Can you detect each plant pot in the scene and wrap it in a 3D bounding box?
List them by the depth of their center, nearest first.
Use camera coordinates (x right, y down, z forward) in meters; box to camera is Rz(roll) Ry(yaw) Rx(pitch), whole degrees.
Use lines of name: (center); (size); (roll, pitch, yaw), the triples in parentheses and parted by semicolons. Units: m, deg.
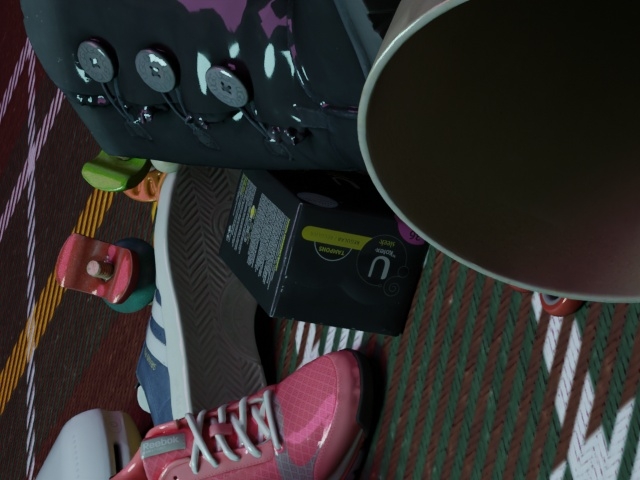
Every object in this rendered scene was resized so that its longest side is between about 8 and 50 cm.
plant pot: (0.168, -0.150, 0.874); (0.256, 0.256, 0.274); (-50, 22, 50)

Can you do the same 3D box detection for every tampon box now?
tampon box: (0.000, 0.000, 1.317); (0.161, 0.120, 0.101); (-136, 59, -63)

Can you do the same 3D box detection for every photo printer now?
photo printer: (-0.285, 0.368, 1.848); (0.307, 0.107, 0.256); (123, 148, -43)

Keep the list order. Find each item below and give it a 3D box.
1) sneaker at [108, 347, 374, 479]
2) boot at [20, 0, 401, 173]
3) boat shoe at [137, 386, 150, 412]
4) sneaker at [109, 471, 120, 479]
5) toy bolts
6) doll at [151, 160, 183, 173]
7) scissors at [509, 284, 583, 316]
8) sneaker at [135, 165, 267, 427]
sneaker: (-0.082, 0.194, 1.351); (0.314, 0.136, 0.116); (-41, 41, 29)
boot: (-0.072, -0.211, 1.195); (0.445, 0.146, 0.367); (16, 129, 46)
boat shoe: (-0.151, 0.114, 1.705); (0.063, 0.066, 0.184); (-88, 17, -55)
sneaker: (-0.121, 0.332, 1.533); (0.283, 0.107, 0.124); (30, 143, 54)
toy bolts: (-0.175, -0.017, 1.787); (0.218, 0.158, 0.228); (23, 92, 26)
doll: (-0.091, -0.131, 1.554); (0.189, 0.046, 0.129); (-39, 27, -3)
scissors: (0.178, -0.096, 1.078); (0.109, 0.021, 0.297); (-171, 92, -70)
sneaker: (-0.132, 0.079, 1.579); (0.148, 0.131, 0.350); (-36, 48, 53)
